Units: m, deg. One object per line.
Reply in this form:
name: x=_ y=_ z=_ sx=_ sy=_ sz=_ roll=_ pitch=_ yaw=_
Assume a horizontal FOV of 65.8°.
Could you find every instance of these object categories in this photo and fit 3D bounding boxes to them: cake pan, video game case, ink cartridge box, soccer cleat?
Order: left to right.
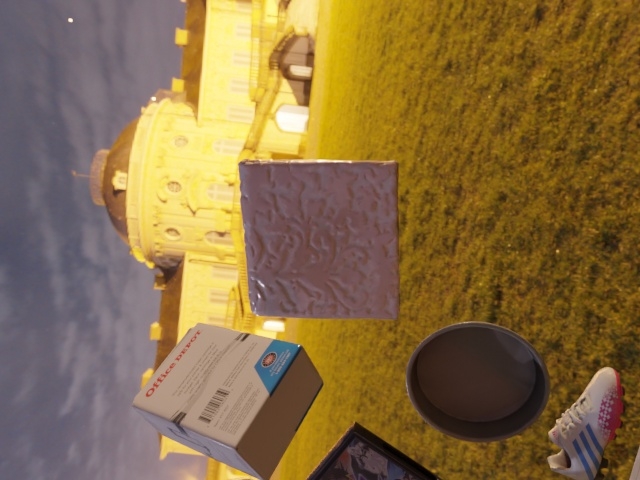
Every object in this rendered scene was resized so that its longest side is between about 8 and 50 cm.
ink cartridge box: x=-0.123 y=0.202 z=0.655 sx=0.148 sy=0.203 sz=0.085 roll=-54 pitch=-48 yaw=-35
video game case: x=0.090 y=0.509 z=0.941 sx=0.274 sy=0.248 sz=0.035 roll=-56 pitch=1 yaw=19
cake pan: x=0.335 y=0.299 z=1.073 sx=0.054 sy=0.294 sz=0.292 roll=-53 pitch=-28 yaw=-69
soccer cleat: x=0.680 y=0.479 z=1.283 sx=0.116 sy=0.143 sz=0.330 roll=-45 pitch=-39 yaw=-71

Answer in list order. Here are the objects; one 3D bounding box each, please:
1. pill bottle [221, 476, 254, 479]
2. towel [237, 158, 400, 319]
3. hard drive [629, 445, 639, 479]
pill bottle: x=-0.252 y=0.758 z=1.372 sx=0.319 sy=0.177 sz=0.176 roll=32 pitch=-120 yaw=-56
towel: x=0.000 y=0.000 z=0.992 sx=0.053 sy=0.318 sz=0.331 roll=-62 pitch=-29 yaw=-71
hard drive: x=0.449 y=0.252 z=0.610 sx=0.308 sy=0.040 sz=0.202 roll=35 pitch=-104 yaw=-43
